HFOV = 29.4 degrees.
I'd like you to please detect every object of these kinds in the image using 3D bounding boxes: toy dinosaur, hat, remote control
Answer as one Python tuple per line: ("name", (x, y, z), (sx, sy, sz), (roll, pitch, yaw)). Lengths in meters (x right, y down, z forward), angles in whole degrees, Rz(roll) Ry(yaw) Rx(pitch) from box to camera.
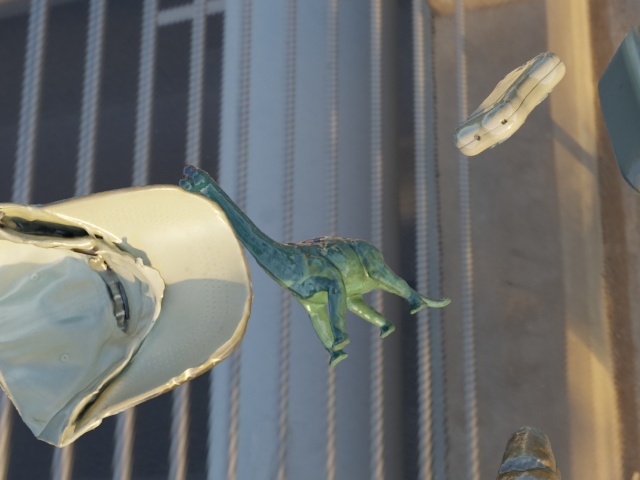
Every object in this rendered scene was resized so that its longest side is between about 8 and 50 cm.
("toy dinosaur", (0.000, 0.000, 1.773), (0.129, 0.383, 0.331), (-40, 77, 37))
("hat", (-0.227, 0.057, 1.306), (0.301, 0.168, 0.257), (-19, 93, -8))
("remote control", (0.167, -0.120, 1.074), (0.032, 0.122, 0.074), (51, 143, -8))

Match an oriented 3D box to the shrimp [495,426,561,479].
("shrimp", (0.219, 0.397, 1.263), (0.110, 0.221, 0.445), (0, 44, 8))

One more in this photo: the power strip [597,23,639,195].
("power strip", (0.308, -0.032, 0.744), (0.193, 0.265, 0.059), (-91, 21, -44))
